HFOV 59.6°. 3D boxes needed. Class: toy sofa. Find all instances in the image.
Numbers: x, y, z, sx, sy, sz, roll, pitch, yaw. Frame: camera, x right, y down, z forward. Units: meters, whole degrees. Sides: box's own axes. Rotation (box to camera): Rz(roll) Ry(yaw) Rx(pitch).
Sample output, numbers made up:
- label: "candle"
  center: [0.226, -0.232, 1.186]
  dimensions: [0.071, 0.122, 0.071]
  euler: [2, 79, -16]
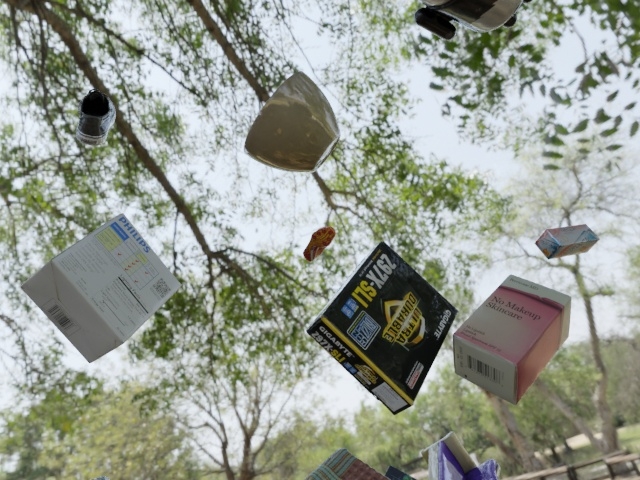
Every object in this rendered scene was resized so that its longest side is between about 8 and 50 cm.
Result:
- label: "toy sofa"
  center: [0.371, 0.642, 1.460]
  dimensions: [0.177, 0.150, 0.362]
  euler: [-37, -4, 12]

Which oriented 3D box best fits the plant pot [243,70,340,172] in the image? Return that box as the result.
- label: "plant pot"
  center: [-0.056, -0.302, 1.580]
  dimensions: [0.284, 0.190, 0.284]
  euler: [-53, -2, -3]

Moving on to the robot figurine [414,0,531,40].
- label: "robot figurine"
  center: [0.299, -0.528, 1.118]
  dimensions: [0.278, 0.209, 0.173]
  euler: [9, 2, -32]

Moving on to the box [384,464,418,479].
- label: "box"
  center: [0.309, 0.943, 1.737]
  dimensions: [0.343, 0.313, 0.179]
  euler: [18, -27, 31]

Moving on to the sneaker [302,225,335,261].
- label: "sneaker"
  center: [0.000, 0.000, 1.753]
  dimensions: [0.067, 0.064, 0.175]
  euler: [-41, -3, -40]

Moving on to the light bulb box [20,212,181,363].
- label: "light bulb box"
  center: [-0.750, 0.159, 1.957]
  dimensions: [0.225, 0.358, 0.361]
  euler: [-29, 13, 31]

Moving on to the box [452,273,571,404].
- label: "box"
  center: [0.406, 0.202, 1.180]
  dimensions: [0.232, 0.148, 0.127]
  euler: [-37, -49, -31]

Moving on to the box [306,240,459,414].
- label: "box"
  center: [0.149, 0.179, 1.241]
  dimensions: [0.322, 0.257, 0.079]
  euler: [-45, -4, -48]

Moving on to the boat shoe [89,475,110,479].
- label: "boat shoe"
  center: [-0.305, 0.424, 0.724]
  dimensions: [0.070, 0.220, 0.077]
  euler: [-4, -3, -34]

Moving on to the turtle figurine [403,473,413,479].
- label: "turtle figurine"
  center: [0.255, 0.619, 1.199]
  dimensions: [0.175, 0.234, 0.118]
  euler: [-40, -50, -30]

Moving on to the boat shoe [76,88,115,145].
- label: "boat shoe"
  center: [-0.494, -0.290, 1.226]
  dimensions: [0.080, 0.229, 0.076]
  euler: [11, -58, -18]

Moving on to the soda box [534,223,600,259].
- label: "soda box"
  center: [0.662, 0.002, 1.497]
  dimensions: [0.183, 0.063, 0.058]
  euler: [-7, -39, -33]

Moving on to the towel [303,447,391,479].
- label: "towel"
  center: [0.013, 0.488, 0.836]
  dimensions: [0.370, 0.271, 0.040]
  euler: [-30, -50, -42]
